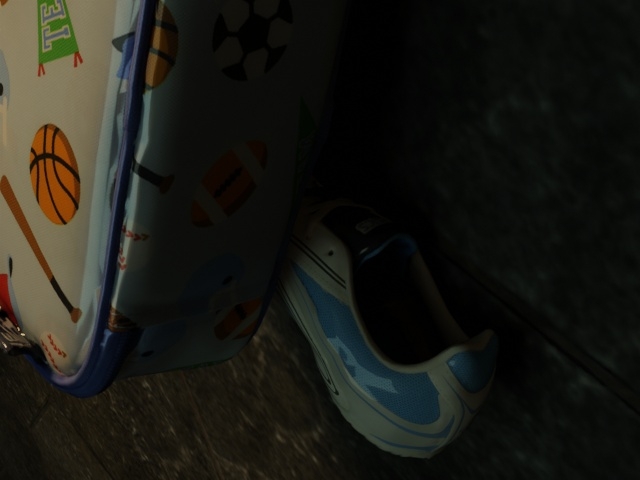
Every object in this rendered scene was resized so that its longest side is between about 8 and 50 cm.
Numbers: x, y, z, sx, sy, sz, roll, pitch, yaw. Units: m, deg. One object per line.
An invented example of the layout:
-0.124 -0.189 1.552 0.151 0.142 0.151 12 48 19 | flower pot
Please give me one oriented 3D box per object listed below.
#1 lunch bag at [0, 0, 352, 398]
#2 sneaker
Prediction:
-0.109 -0.092 0.413 0.243 0.115 0.304 36 119 35 | lunch bag
0.000 0.000 0.458 0.237 0.085 0.086 48 125 27 | sneaker
